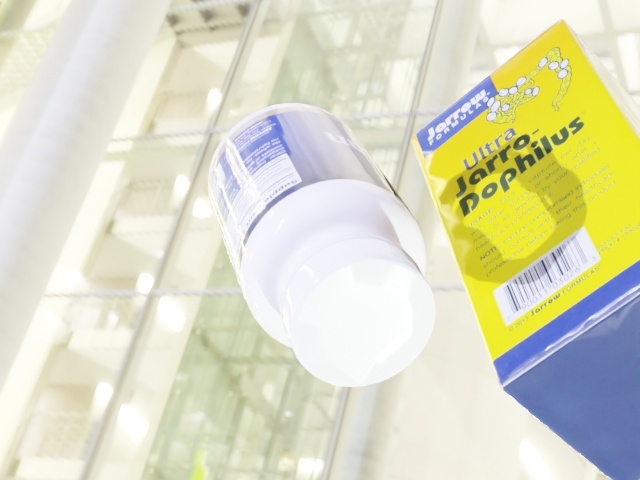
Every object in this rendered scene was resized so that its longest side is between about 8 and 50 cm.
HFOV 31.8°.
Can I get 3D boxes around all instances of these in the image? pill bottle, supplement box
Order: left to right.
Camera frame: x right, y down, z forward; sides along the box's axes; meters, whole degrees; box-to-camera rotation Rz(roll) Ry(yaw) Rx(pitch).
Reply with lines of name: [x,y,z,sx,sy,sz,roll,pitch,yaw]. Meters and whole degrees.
pill bottle: [0.000,0.000,0.581,0.094,0.169,0.094,-7,-61,-12]
supplement box: [0.243,0.000,1.009,0.195,0.356,0.194,-38,-55,19]
